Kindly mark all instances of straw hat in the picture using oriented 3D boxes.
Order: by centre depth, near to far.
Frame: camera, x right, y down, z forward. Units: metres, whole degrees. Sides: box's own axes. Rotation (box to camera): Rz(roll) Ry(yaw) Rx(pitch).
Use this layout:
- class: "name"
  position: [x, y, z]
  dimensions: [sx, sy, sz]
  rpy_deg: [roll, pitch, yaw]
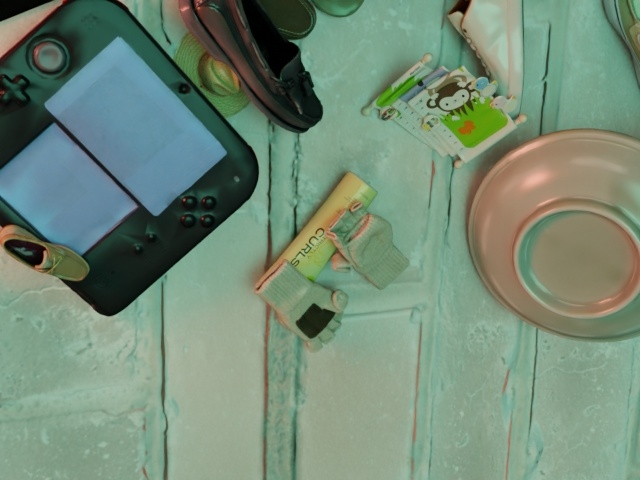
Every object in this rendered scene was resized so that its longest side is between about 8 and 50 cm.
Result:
- class: "straw hat"
  position: [-0.147, -0.247, 1.333]
  dimensions: [0.145, 0.061, 0.144]
  rpy_deg: [-6, 106, -22]

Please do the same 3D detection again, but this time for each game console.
- class: "game console"
  position: [-0.313, -0.117, 1.291]
  dimensions: [0.342, 0.060, 0.386]
  rpy_deg: [-43, 116, -3]

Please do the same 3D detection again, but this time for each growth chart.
- class: "growth chart"
  position: [0.210, -0.212, 1.475]
  dimensions: [0.237, 0.021, 0.172]
  rpy_deg: [28, 125, -27]

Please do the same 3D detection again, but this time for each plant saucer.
- class: "plant saucer"
  position: [0.434, 0.018, 1.492]
  dimensions: [0.100, 0.401, 0.400]
  rpy_deg: [-52, 129, -54]

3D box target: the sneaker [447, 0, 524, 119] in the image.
- class: "sneaker"
  position: [0.275, -0.336, 1.484]
  dimensions: [0.123, 0.106, 0.290]
  rpy_deg: [-3, 117, 12]

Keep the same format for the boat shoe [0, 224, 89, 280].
- class: "boat shoe"
  position: [-0.392, 0.026, 1.277]
  dimensions: [0.135, 0.045, 0.050]
  rpy_deg: [26, 103, -23]

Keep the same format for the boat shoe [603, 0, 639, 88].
- class: "boat shoe"
  position: [0.595, -0.369, 1.593]
  dimensions: [0.109, 0.094, 0.302]
  rpy_deg: [-37, 115, -10]

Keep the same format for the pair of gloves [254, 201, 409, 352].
- class: "pair of gloves"
  position: [0.030, 0.061, 1.469]
  dimensions: [0.240, 0.042, 0.204]
  rpy_deg: [-40, 136, -5]

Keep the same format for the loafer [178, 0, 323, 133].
- class: "loafer"
  position: [-0.074, -0.263, 1.294]
  dimensions: [0.095, 0.109, 0.302]
  rpy_deg: [-21, 139, 27]

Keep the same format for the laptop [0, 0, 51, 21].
- class: "laptop"
  position: [-0.455, -0.439, 1.177]
  dimensions: [0.234, 0.136, 0.264]
  rpy_deg: [-27, 88, -15]

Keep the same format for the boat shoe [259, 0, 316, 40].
- class: "boat shoe"
  position: [-0.111, -0.359, 1.297]
  dimensions: [0.258, 0.095, 0.095]
  rpy_deg: [21, 96, -26]

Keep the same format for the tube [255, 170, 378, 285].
- class: "tube"
  position: [0.000, 0.000, 1.468]
  dimensions: [0.070, 0.062, 0.240]
  rpy_deg: [39, 93, 8]

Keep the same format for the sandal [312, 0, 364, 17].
- class: "sandal"
  position: [0.051, -0.437, 1.283]
  dimensions: [0.120, 0.086, 0.302]
  rpy_deg: [2, 144, -17]
